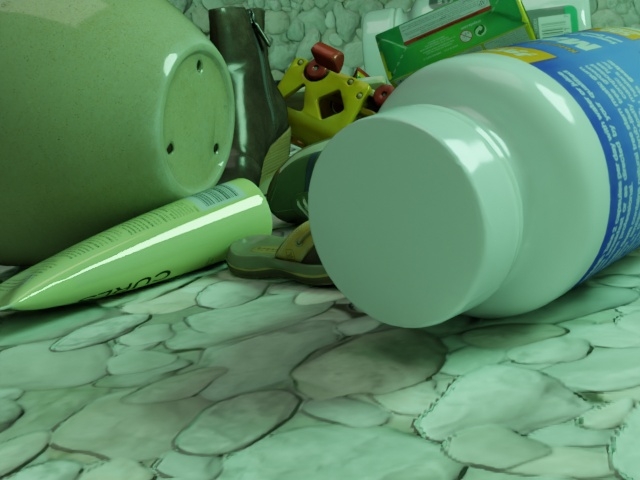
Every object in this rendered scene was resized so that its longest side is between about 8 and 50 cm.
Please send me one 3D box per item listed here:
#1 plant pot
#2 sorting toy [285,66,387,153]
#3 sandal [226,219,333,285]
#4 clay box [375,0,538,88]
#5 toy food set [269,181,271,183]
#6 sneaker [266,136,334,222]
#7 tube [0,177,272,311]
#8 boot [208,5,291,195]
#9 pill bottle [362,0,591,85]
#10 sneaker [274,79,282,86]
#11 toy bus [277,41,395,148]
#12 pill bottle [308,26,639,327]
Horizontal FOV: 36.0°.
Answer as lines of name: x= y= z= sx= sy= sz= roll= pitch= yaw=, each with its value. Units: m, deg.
plant pot: x=-0.186 y=-0.109 z=0.842 sx=0.191 sy=0.284 sz=0.284 roll=7 pitch=17 yaw=20
sorting toy: x=0.039 y=-0.173 z=1.289 sx=0.275 sy=0.132 sz=0.046 roll=-5 pitch=56 yaw=12
sandal: x=0.000 y=0.000 z=0.715 sx=0.180 sy=0.049 sz=0.072 roll=2 pitch=16 yaw=39
clay box: x=0.148 y=-0.158 z=0.929 sx=0.128 sy=0.053 sz=0.222 roll=-21 pitch=-16 yaw=16
toy food set: x=0.059 y=-0.064 z=1.018 sx=0.192 sy=0.038 sz=0.132 roll=-9 pitch=4 yaw=21
sneaker: x=0.015 y=-0.040 z=0.842 sx=0.192 sy=0.064 sz=0.086 roll=-24 pitch=39 yaw=41
tube: x=-0.147 y=0.013 z=0.749 sx=0.240 sy=0.070 sz=0.062 roll=-22 pitch=57 yaw=-37
boot: x=-0.103 y=-0.135 z=1.020 sx=0.090 sy=0.206 sz=0.248 roll=-4 pitch=13 yaw=19
pill bottle: x=0.261 y=-0.318 z=1.628 sx=0.361 sy=0.204 sz=0.204 roll=-4 pitch=13 yaw=14
sneaker: x=-0.078 y=-0.235 z=1.697 sx=0.269 sy=0.101 sz=0.153 roll=-9 pitch=10 yaw=-18
toy bus: x=0.035 y=-0.130 z=1.144 sx=0.191 sy=0.104 sz=0.202 roll=32 pitch=-7 yaw=-13
pill bottle: x=0.122 y=-0.042 z=0.591 sx=0.152 sy=0.152 sz=0.272 roll=3 pitch=16 yaw=41
